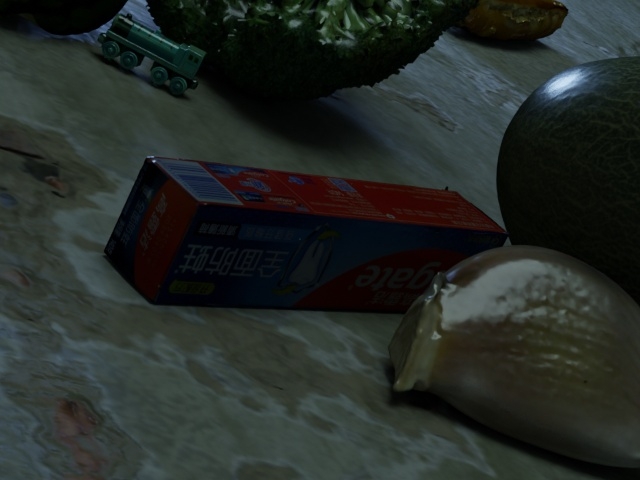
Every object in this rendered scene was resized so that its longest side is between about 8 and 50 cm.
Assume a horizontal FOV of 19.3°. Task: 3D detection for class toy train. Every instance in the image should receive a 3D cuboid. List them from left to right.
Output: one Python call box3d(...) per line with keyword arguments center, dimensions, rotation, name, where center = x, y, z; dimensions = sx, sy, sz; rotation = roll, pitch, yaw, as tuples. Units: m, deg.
box3d(center=(-0.141, -0.156, 1.575), dimensions=(0.092, 0.045, 0.029), rotation=(28, 17, -3), name="toy train")

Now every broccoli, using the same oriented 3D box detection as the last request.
box3d(center=(-0.004, -0.251, 1.679), dimensions=(0.308, 0.275, 0.308), rotation=(2, 43, -2), name="broccoli")

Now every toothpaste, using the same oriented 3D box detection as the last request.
box3d(center=(-0.001, 0.001, 1.299), dimensions=(0.320, 0.076, 0.066), rotation=(4, 29, -46), name="toothpaste")

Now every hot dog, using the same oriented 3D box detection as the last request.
box3d(center=(0.224, -0.294, 2.355), dimensions=(0.115, 0.072, 0.269), rotation=(37, 20, 30), name="hot dog")

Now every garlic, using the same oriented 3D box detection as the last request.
box3d(center=(0.179, 0.091, 1.281), dimensions=(0.267, 0.148, 0.128), rotation=(21, -17, -2), name="garlic")

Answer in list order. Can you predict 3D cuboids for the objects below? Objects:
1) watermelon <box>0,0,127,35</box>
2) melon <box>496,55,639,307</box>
box3d(center=(-0.204, -0.257, 1.638), dimensions=(0.159, 0.128, 0.303), rotation=(-7, 31, 18), name="watermelon")
box3d(center=(0.276, -0.019, 1.456), dimensions=(0.302, 0.237, 0.237), rotation=(35, 21, 32), name="melon")
